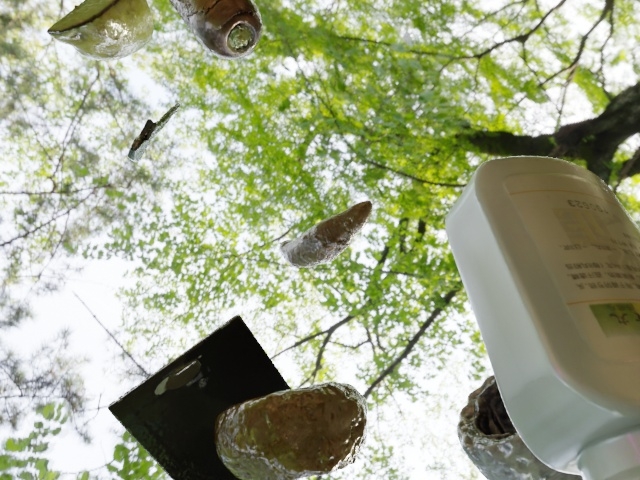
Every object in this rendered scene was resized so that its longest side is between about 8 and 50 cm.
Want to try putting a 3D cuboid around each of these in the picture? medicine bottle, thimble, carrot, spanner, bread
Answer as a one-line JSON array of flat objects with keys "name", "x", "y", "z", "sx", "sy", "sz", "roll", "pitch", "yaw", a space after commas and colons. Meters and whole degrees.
[{"name": "medicine bottle", "x": 0.223, "y": 0.075, "z": 0.400, "sx": 0.179, "sy": 0.124, "sz": 0.324, "roll": 9, "pitch": -137, "yaw": -16}, {"name": "thimble", "x": 0.361, "y": 0.316, "z": 0.822, "sx": 0.157, "sy": 0.246, "sz": 0.217, "roll": 48, "pitch": -153, "yaw": -11}, {"name": "carrot", "x": -0.104, "y": -0.208, "z": 0.426, "sx": 0.055, "sy": 0.055, "sz": 0.161, "roll": -13, "pitch": -134, "yaw": -36}, {"name": "spanner", "x": -0.362, "y": -0.257, "z": 1.106, "sx": 0.026, "sy": 0.093, "sz": 0.325, "roll": 29, "pitch": -155, "yaw": -14}, {"name": "bread", "x": -0.035, "y": 0.284, "z": 0.716, "sx": 0.230, "sy": 0.230, "sz": 0.122, "roll": 2, "pitch": -118, "yaw": -28}]

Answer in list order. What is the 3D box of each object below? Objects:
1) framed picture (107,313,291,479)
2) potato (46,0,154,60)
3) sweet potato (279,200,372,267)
[{"name": "framed picture", "x": -0.157, "y": 0.315, "z": 0.840, "sx": 0.244, "sy": 0.013, "sz": 0.323, "roll": -35, "pitch": -66, "yaw": -14}, {"name": "potato", "x": -0.340, "y": -0.334, "z": 0.812, "sx": 0.081, "sy": 0.120, "sz": 0.149, "roll": 26, "pitch": -113, "yaw": 29}, {"name": "sweet potato", "x": -0.002, "y": 0.004, "z": 1.181, "sx": 0.092, "sy": 0.342, "sz": 0.114, "roll": 31, "pitch": -125, "yaw": -25}]
